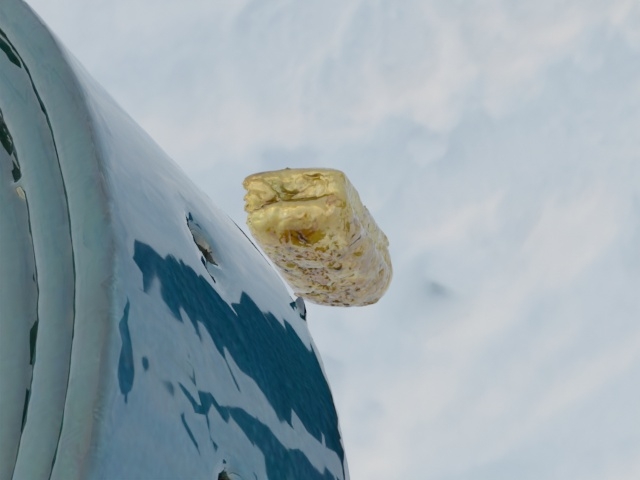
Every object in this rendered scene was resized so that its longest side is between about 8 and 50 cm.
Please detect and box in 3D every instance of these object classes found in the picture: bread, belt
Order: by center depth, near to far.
[{"bbox_3d":[-0.155,0.084,0.575,0.300,0.436,0.173,-36,136,11],"label":"belt"},{"bbox_3d":[0.000,0.000,1.652,0.114,0.083,0.211,-2,156,18],"label":"bread"}]
